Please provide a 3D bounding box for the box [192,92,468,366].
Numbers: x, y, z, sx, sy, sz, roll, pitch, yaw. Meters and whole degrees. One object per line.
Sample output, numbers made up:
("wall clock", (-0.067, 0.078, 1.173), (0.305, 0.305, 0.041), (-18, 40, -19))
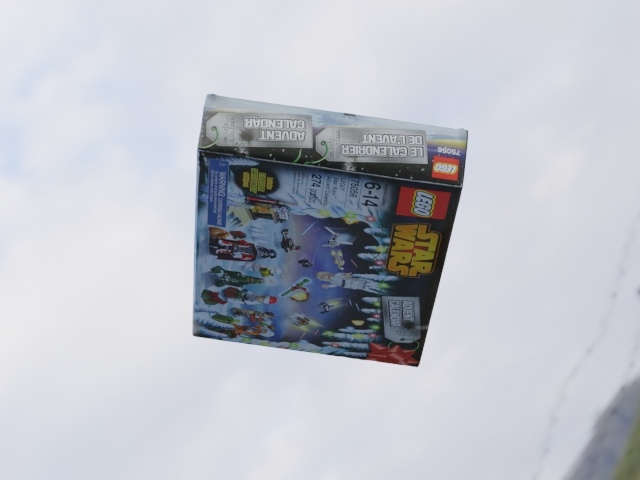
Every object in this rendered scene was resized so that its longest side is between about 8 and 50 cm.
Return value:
("box", (0.000, 0.000, 0.723), (0.137, 0.094, 0.027), (96, -179, -59))
